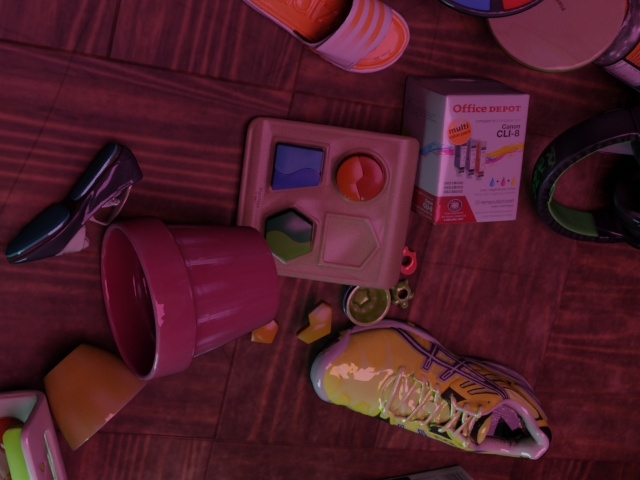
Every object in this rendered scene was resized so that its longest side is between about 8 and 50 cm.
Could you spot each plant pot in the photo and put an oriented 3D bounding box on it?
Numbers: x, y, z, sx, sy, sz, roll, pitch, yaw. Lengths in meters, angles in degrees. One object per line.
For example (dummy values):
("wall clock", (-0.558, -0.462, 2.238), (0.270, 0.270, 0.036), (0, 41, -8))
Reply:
("plant pot", (-0.298, 0.189, 1.644), (0.134, 0.134, 0.095), (-43, 92, -3))
("plant pot", (-0.158, 0.060, 1.607), (0.180, 0.201, 0.201), (-11, 112, -25))

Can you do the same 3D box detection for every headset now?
("headset", (0.497, -0.070, 1.789), (0.394, 0.185, 0.243), (-4, 144, -7))

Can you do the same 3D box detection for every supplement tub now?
("supplement tub", (0.445, -0.273, 1.777), (0.190, 0.117, 0.117), (26, 97, -27))

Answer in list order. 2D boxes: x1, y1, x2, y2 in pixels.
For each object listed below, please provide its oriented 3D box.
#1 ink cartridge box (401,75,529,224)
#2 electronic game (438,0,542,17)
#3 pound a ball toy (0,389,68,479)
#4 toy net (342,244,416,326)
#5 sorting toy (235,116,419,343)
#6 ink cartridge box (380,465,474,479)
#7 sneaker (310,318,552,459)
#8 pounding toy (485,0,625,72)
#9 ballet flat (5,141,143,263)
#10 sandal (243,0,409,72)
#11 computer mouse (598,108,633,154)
("ink cartridge box", (0.188, -0.125, 1.719), (0.128, 0.127, 0.176), (-3, 108, -20))
("electronic game", (0.216, -0.398, 1.636), (0.229, 0.048, 0.229), (0, 89, -3))
("pound a ball toy", (-0.428, 0.315, 1.642), (0.208, 0.136, 0.319), (-7, 113, 7))
("toy net", (0.082, -0.001, 1.766), (0.122, 0.045, 0.232), (-9, 111, -18))
("sorting toy", (0.000, 0.000, 1.703), (0.229, 0.041, 0.307), (7, 106, -4))
("ink cartridge box", (0.140, 0.532, 1.970), (0.175, 0.069, 0.371), (-7, 113, -20))
("sneaker", (0.169, 0.215, 1.820), (0.384, 0.147, 0.145), (14, 104, -24))
("pounding toy", (0.302, -0.331, 1.716), (0.182, 0.110, 0.237), (-6, 85, 1))
("ballet flat", (-0.297, -0.030, 1.591), (0.203, 0.074, 0.074), (-46, 118, -4))
("sandal", (0.004, -0.283, 1.618), (0.265, 0.076, 0.102), (23, 99, -27))
("computer mouse", (0.486, -0.156, 1.876), (0.193, 0.042, 0.106), (-7, 111, -20))
